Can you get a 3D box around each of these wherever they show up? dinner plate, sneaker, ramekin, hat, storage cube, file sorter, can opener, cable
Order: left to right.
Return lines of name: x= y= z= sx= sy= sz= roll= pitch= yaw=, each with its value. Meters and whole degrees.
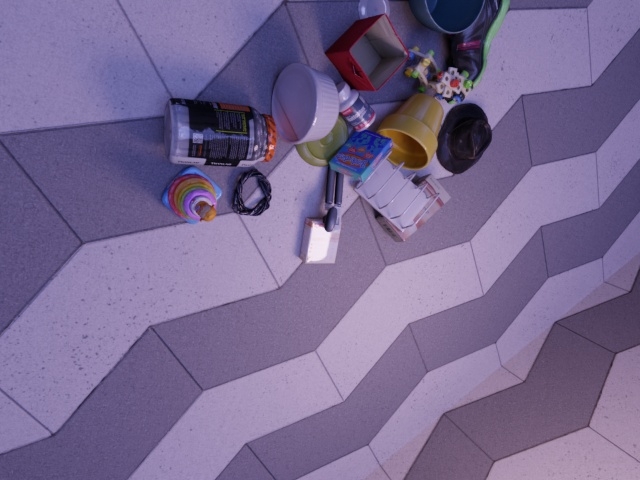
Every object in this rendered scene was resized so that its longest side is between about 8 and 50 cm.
cable: x=-0.252 y=-0.180 z=1.605 sx=0.151 sy=0.047 sz=0.184 roll=7 pitch=104 yaw=-29
ramekin: x=-0.049 y=-0.473 z=1.485 sx=0.127 sy=0.273 sz=0.272 roll=-9 pitch=112 yaw=-39
can opener: x=0.060 y=-0.169 z=1.709 sx=0.074 sy=0.093 sz=0.279 roll=5 pitch=85 yaw=-16
storage cube: x=0.166 y=-0.681 z=1.552 sx=0.215 sy=0.193 sz=0.183 roll=-47 pitch=122 yaw=-4
dinner plate: x=0.208 y=-0.877 z=1.607 sx=0.141 sy=0.017 sz=0.141 roll=-10 pitch=113 yaw=-23
file sorter: x=0.314 y=-0.201 z=1.728 sx=0.278 sy=0.173 sz=0.192 roll=41 pitch=83 yaw=-4
sneaker: x=0.604 y=-0.813 z=1.771 sx=0.203 sy=0.185 sz=0.481 roll=15 pitch=101 yaw=-8
hat: x=0.699 y=-0.460 z=1.947 sx=0.332 sy=0.134 sz=0.330 roll=-10 pitch=112 yaw=-25

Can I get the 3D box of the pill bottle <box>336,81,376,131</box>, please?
pill bottle: x=0.121 y=-0.519 z=1.639 sx=0.180 sy=0.108 sz=0.108 roll=39 pitch=88 yaw=-32

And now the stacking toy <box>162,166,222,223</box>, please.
stacking toy: x=-0.402 y=-0.121 z=1.397 sx=0.175 sy=0.302 sz=0.166 roll=-49 pitch=123 yaw=-3

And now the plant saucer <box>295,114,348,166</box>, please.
plant saucer: x=0.014 y=-0.407 z=1.666 sx=0.241 sy=0.037 sz=0.240 roll=-10 pitch=112 yaw=-25

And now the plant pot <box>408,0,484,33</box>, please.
plant pot: x=0.447 y=-0.934 z=1.603 sx=0.291 sy=0.195 sz=0.289 roll=-10 pitch=112 yaw=-25

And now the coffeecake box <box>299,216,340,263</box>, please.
coffeecake box: x=0.000 y=0.000 z=1.789 sx=0.143 sy=0.068 sz=0.185 roll=1 pitch=107 yaw=-28

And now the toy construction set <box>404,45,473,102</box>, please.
toy construction set: x=0.469 y=-0.638 z=1.650 sx=0.151 sy=0.327 sz=0.215 roll=-42 pitch=127 yaw=11

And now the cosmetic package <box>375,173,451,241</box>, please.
cosmetic package: x=0.412 y=-0.143 z=1.891 sx=0.296 sy=0.129 sz=0.153 roll=-44 pitch=96 yaw=-8

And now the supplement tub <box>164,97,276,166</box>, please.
supplement tub: x=-0.332 y=-0.351 z=1.406 sx=0.339 sy=0.207 sz=0.206 roll=-2 pitch=109 yaw=-26

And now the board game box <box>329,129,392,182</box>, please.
board game box: x=0.160 y=-0.340 z=1.666 sx=0.210 sy=0.160 sz=0.047 roll=-52 pitch=149 yaw=-17

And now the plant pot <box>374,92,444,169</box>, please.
plant pot: x=0.381 y=-0.456 z=1.730 sx=0.254 sy=0.254 sz=0.238 roll=43 pitch=71 yaw=-32
